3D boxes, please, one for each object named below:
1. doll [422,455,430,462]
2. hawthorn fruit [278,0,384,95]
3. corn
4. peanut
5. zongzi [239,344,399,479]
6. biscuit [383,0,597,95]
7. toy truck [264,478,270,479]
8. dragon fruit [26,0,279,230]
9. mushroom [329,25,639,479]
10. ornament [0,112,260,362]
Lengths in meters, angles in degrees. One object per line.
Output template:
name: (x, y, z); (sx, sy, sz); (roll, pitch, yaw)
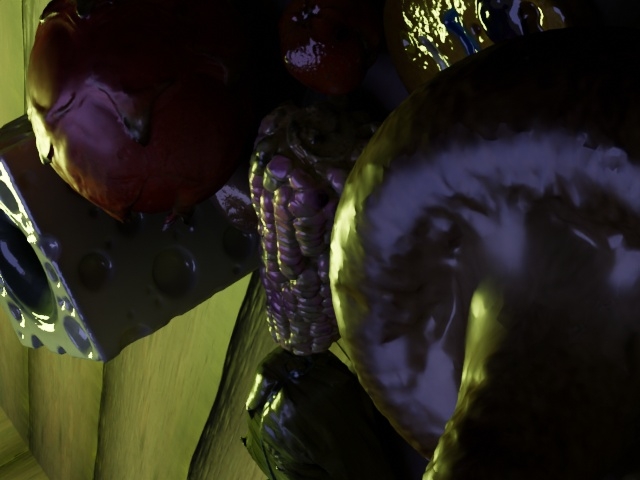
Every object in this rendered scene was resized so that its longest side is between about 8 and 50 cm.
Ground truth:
doll: (0.084, 0.133, 1.401); (0.165, 0.057, 0.139); (49, 158, 35)
hawthorn fruit: (0.011, -0.157, 1.167); (0.093, 0.093, 0.093); (45, 153, 30)
corn: (-0.003, 0.000, 1.336); (0.126, 0.127, 0.335); (48, 156, 26)
peanut: (-0.084, -0.065, 1.481); (0.152, 0.076, 0.076); (51, 156, 21)
zongzi: (0.034, 0.243, 1.547); (0.274, 0.125, 0.251); (47, 163, 19)
biscuit: (0.110, -0.144, 1.037); (0.180, 0.039, 0.236); (56, 159, 4)
toy truck: (0.028, 0.431, 1.646); (0.385, 0.162, 0.161); (40, -165, 21)
dragon fruit: (-0.161, -0.145, 1.352); (0.241, 0.241, 0.252); (50, 123, 22)
mushroom: (0.122, 0.059, 0.835); (0.331, 0.356, 0.334); (33, 138, 49)
ornament: (-0.238, -0.033, 1.594); (0.240, 0.240, 0.239); (2, 119, 58)
